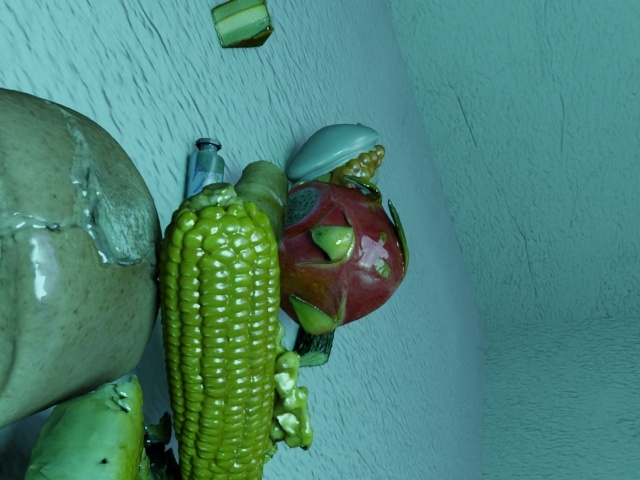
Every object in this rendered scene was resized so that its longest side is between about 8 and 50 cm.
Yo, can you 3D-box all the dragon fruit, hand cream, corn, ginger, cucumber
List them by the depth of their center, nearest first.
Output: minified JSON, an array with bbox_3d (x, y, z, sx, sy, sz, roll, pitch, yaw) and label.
[{"bbox_3d":[-0.100,0.119,0.565,0.120,0.121,0.362,-44,138,-62],"label":"corn"},{"bbox_3d":[-0.111,-0.023,0.840,0.117,0.109,0.262,35,34,-16],"label":"ginger"},{"bbox_3d":[-0.186,-0.034,0.851,0.088,0.055,0.255,39,53,-67],"label":"hand cream"},{"bbox_3d":[0.000,0.000,0.979,0.290,0.291,0.189,-74,146,-45],"label":"dragon fruit"},{"bbox_3d":[0.002,0.163,1.165,0.265,0.077,0.077,-75,146,-48],"label":"cucumber"}]

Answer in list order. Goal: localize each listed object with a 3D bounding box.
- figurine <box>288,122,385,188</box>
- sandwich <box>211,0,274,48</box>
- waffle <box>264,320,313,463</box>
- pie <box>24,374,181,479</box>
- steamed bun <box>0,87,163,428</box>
[{"bbox_3d":[0.030,-0.069,1.215,0.224,0.205,0.381,-51,147,-64],"label":"figurine"},{"bbox_3d":[-0.118,-0.426,1.066,0.163,0.114,0.079,-43,120,-63],"label":"sandwich"},{"bbox_3d":[-0.098,0.183,0.723,0.051,0.291,0.290,-20,101,-34],"label":"waffle"},{"bbox_3d":[-0.182,0.290,0.508,0.371,0.078,0.296,95,-9,-62],"label":"pie"},{"bbox_3d":[-0.251,0.002,0.495,0.252,0.199,0.300,-6,86,-67],"label":"steamed bun"}]
